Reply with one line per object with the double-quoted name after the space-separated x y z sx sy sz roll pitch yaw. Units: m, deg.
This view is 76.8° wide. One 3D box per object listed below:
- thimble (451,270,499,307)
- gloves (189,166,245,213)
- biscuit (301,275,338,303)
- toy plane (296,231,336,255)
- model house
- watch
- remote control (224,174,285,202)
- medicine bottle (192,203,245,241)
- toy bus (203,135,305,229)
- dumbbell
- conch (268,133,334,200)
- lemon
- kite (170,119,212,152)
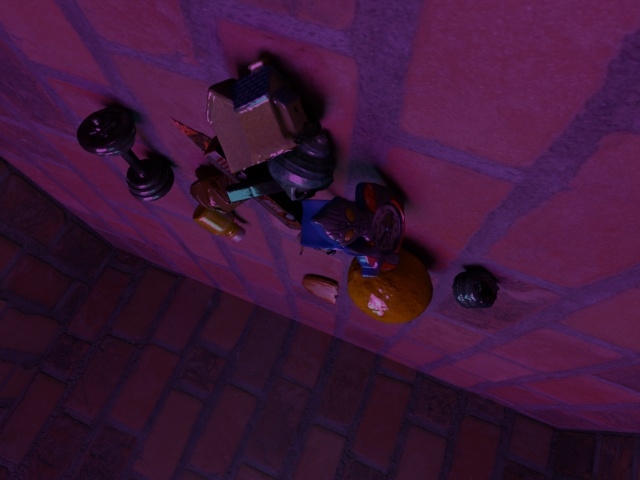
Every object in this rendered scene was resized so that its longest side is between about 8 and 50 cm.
0.497 0.159 1.294 0.135 0.118 0.090 36 157 -27 "thimble"
-0.350 -0.172 1.371 0.331 0.141 0.154 -2 148 48 "gloves"
0.000 0.248 2.134 0.205 0.040 0.309 20 158 10 "biscuit"
0.000 0.000 1.482 0.256 0.104 0.242 -7 159 43 "toy plane"
-0.122 -0.284 0.883 0.214 0.195 0.189 -13 115 36 "model house"
0.048 -0.035 1.086 0.305 0.241 0.275 4 -177 -40 "watch"
-0.151 -0.157 1.170 0.246 0.025 0.063 -14 137 1 "remote control"
-0.414 -0.076 1.690 0.122 0.121 0.212 -2 147 48 "medicine bottle"
-0.173 -0.171 1.251 0.092 0.093 0.409 -4 145 43 "toy bus"
-0.645 -0.281 1.373 0.179 0.179 0.406 18 158 16 "dumbbell"
-0.038 -0.189 1.028 0.196 0.134 0.202 -15 178 -39 "conch"
0.235 0.147 1.359 0.322 0.268 0.268 37 155 -30 "lemon"
-0.363 -0.300 1.265 0.223 0.008 0.125 25 159 -4 "kite"
